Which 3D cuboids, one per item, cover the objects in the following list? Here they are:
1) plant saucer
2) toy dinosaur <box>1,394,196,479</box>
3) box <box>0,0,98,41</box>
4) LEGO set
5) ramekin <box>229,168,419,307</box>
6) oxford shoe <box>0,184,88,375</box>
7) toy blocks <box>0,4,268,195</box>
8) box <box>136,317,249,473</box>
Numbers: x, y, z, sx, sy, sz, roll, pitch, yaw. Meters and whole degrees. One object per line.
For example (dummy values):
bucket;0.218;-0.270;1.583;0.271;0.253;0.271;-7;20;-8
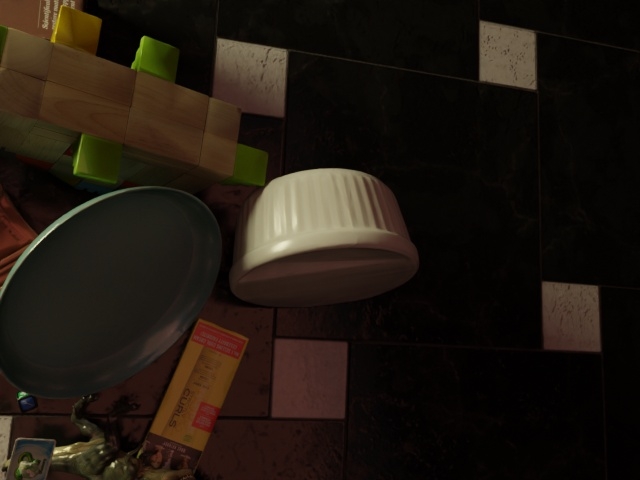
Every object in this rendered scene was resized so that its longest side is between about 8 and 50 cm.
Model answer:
plant saucer;-0.264;0.063;0.824;0.317;0.318;0.043;-41;58;-18
toy dinosaur;-0.295;0.270;0.858;0.268;0.064;0.118;6;79;9
box;-0.403;-0.314;0.888;0.167;0.203;0.169;4;80;-16
LEGO set;-0.442;0.293;0.812;0.182;0.060;0.244;14;97;-31
ramekin;0.000;0.000;0.926;0.272;0.273;0.127;-1;69;-16
oxford shoe;-0.433;0.026;0.867;0.140;0.146;0.397;-27;108;-24
toy blocks;-0.297;-0.141;0.870;0.381;0.261;0.191;14;75;-32
box;-0.187;0.236;0.933;0.087;0.058;0.232;25;75;-10
